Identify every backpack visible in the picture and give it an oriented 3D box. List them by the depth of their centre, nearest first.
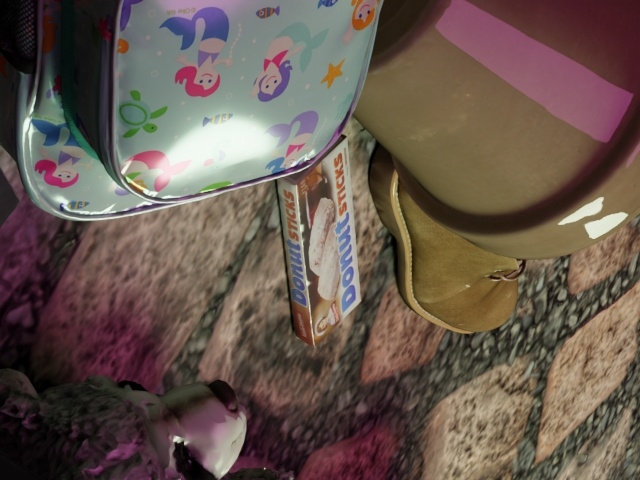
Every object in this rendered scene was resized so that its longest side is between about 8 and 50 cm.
[{"bbox_3d":[-0.084,-0.127,1.109,0.225,0.191,0.253,-15,142,-31],"label":"backpack"}]

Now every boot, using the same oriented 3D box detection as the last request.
[{"bbox_3d":[0.133,0.011,1.667,0.112,0.115,0.305,-57,152,-15],"label":"boot"}]

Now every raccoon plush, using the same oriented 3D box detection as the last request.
[{"bbox_3d":[-0.170,0.284,1.322,0.299,0.216,0.446,25,92,-54],"label":"raccoon plush"}]

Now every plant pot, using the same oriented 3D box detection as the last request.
[{"bbox_3d":[0.107,-0.145,1.393,0.229,0.263,0.263,26,90,-43],"label":"plant pot"}]

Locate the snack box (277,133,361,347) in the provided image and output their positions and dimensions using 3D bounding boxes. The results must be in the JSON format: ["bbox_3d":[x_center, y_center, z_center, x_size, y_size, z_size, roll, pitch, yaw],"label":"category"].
[{"bbox_3d":[0.000,0.000,1.531,0.064,0.022,0.178,-45,146,-33],"label":"snack box"}]

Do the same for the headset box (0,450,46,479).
[{"bbox_3d":[-0.231,0.217,1.101,0.131,0.246,0.283,-41,143,-34],"label":"headset box"}]

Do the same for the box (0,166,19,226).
[{"bbox_3d":[-0.269,-0.062,0.890,0.142,0.163,0.247,-54,151,-23],"label":"box"}]
